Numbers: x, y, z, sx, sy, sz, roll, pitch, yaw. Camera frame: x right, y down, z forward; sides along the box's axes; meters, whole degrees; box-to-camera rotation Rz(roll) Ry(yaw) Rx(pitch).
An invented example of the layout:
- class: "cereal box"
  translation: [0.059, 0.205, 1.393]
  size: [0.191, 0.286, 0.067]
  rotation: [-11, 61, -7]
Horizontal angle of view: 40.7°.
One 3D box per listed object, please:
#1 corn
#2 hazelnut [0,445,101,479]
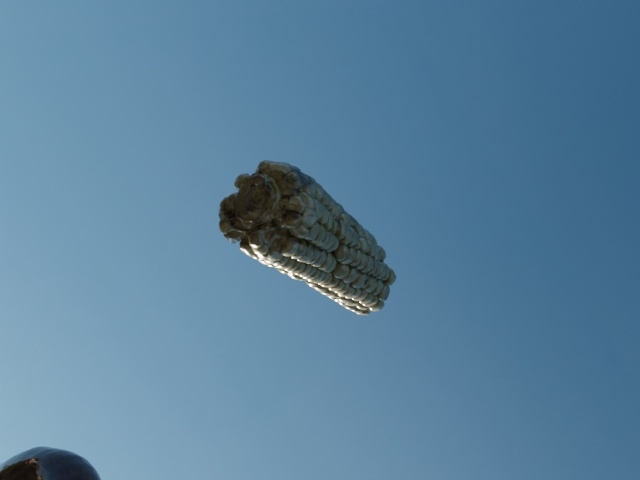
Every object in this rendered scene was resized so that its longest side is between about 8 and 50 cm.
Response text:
- class: "corn"
  translation: [0.000, 0.000, 0.747]
  size: [0.087, 0.211, 0.087]
  rotation: [-14, -116, 30]
- class: "hazelnut"
  translation: [-0.395, 0.368, 1.143]
  size: [0.212, 0.181, 0.181]
  rotation: [-51, -145, -10]
